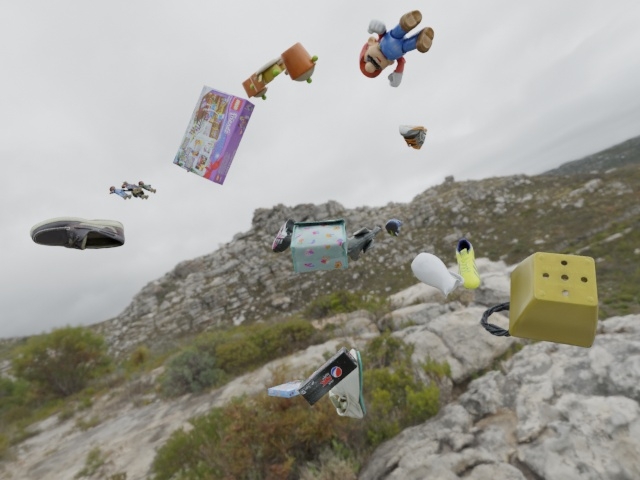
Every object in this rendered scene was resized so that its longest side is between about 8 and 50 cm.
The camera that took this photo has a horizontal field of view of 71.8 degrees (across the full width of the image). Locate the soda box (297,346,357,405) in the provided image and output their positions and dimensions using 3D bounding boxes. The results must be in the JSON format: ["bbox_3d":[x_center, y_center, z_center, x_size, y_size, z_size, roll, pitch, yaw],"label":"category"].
[{"bbox_3d":[0.021,0.369,1.205,0.169,0.060,0.053,-41,0,5],"label":"soda box"}]

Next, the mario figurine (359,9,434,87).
[{"bbox_3d":[0.225,-0.627,1.492,0.170,0.198,0.320,-16,6,-24],"label":"mario figurine"}]

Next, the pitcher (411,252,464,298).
[{"bbox_3d":[0.514,0.142,1.925,0.178,0.207,0.125,-14,-44,-46],"label":"pitcher"}]

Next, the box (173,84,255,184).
[{"bbox_3d":[-0.364,-0.358,1.502,0.057,0.201,0.293,14,-80,-63],"label":"box"}]

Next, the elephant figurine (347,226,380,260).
[{"bbox_3d":[0.243,-0.006,2.542,0.239,0.186,0.169,-33,-50,7],"label":"elephant figurine"}]

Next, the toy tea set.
[{"bbox_3d":[-0.140,-0.537,1.482,0.200,0.124,0.336,-40,21,-14],"label":"toy tea set"}]

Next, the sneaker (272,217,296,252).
[{"bbox_3d":[-0.166,-0.014,2.007,0.178,0.072,0.077,-58,15,-27],"label":"sneaker"}]

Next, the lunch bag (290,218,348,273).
[{"bbox_3d":[0.000,0.000,1.792,0.223,0.160,0.262,-5,31,5],"label":"lunch bag"}]

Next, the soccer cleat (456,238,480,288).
[{"bbox_3d":[0.678,0.107,2.057,0.093,0.121,0.289,-13,35,19],"label":"soccer cleat"}]

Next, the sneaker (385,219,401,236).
[{"bbox_3d":[0.296,-0.062,1.788,0.053,0.059,0.144,20,-12,15],"label":"sneaker"}]

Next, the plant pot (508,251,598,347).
[{"bbox_3d":[0.645,0.146,1.208,0.212,0.212,0.187,6,-31,17],"label":"plant pot"}]

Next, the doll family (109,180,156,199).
[{"bbox_3d":[-0.807,-0.216,1.887,0.193,0.111,0.076,-2,-61,-64],"label":"doll family"}]

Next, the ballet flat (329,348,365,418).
[{"bbox_3d":[0.093,0.542,1.611,0.139,0.139,0.400,-21,-45,-13],"label":"ballet flat"}]

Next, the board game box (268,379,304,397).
[{"bbox_3d":[-0.143,0.775,2.316,0.160,0.039,0.211,-12,-8,42],"label":"board game box"}]

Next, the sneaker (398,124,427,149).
[{"bbox_3d":[0.348,-0.386,1.651,0.084,0.083,0.215,14,13,29],"label":"sneaker"}]

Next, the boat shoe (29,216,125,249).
[{"bbox_3d":[-0.808,-0.014,1.491,0.285,0.092,0.103,-1,-47,-40],"label":"boat shoe"}]

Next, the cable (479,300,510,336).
[{"bbox_3d":[0.707,0.308,1.707,0.184,0.047,0.150,-19,41,27],"label":"cable"}]
